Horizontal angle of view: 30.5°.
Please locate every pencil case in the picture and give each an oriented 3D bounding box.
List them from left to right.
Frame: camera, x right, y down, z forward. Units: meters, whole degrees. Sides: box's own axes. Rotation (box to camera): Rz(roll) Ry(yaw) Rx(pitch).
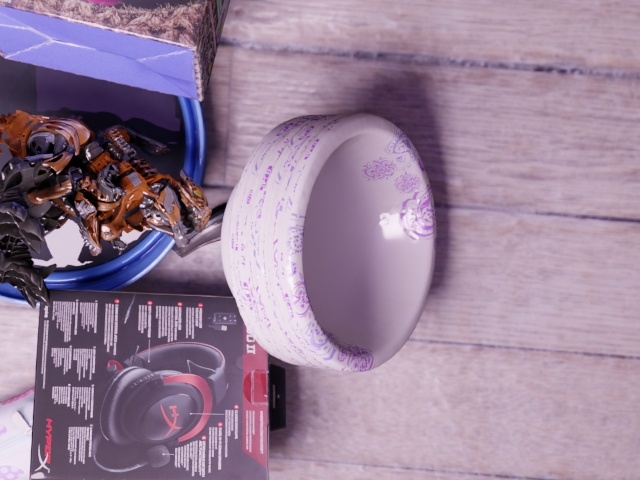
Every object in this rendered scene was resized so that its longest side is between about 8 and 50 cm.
[{"bbox_3d":[-0.414,0.269,1.441,0.273,0.124,0.113,-26,98,7],"label":"pencil case"}]

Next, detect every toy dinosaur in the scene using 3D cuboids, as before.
[{"bbox_3d":[-0.290,-0.058,1.299,0.322,0.218,0.164,12,143,26],"label":"toy dinosaur"}]

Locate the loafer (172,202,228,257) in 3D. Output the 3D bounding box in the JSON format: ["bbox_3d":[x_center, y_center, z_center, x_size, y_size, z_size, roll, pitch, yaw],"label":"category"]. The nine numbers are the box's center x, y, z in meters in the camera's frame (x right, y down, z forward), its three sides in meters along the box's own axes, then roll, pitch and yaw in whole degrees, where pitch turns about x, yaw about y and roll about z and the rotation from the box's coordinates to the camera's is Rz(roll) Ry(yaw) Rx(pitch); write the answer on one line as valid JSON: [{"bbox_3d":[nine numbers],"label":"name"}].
[{"bbox_3d":[-0.098,-0.019,1.413,0.170,0.062,0.061,-29,102,8],"label":"loafer"}]

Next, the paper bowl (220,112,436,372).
[{"bbox_3d":[0.000,0.000,1.316,0.148,0.284,0.284,4,102,38],"label":"paper bowl"}]

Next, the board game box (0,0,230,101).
[{"bbox_3d":[-0.207,-0.329,1.266,0.232,0.141,0.291,12,73,0],"label":"board game box"}]

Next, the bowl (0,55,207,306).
[{"bbox_3d":[-0.327,-0.118,1.395,0.391,0.077,0.391,0,100,2],"label":"bowl"}]

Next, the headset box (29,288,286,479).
[{"bbox_3d":[-0.181,0.178,1.355,0.293,0.110,0.218,3,71,-13],"label":"headset box"}]
